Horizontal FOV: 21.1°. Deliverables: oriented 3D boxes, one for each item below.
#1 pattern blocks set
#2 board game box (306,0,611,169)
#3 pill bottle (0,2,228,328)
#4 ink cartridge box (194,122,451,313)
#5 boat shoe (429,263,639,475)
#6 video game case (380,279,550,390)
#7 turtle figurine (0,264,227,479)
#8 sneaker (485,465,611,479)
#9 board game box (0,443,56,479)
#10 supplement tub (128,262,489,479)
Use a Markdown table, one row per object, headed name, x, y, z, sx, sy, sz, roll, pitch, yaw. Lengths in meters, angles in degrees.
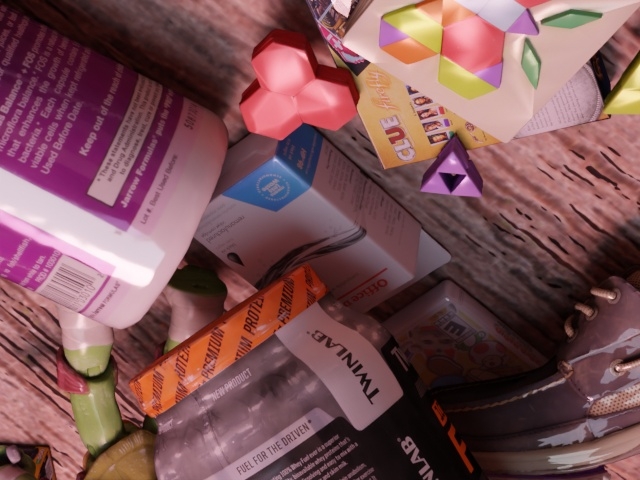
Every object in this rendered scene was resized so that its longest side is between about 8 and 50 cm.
| name | x | y | z | sx | sy | sz | roll | pitch | yaw |
| --- | --- | --- | --- | --- | --- | --- | --- | --- | --- |
| pattern blocks set | 0.107 | -0.152 | 1.067 | 0.285 | 0.026 | 0.325 | 18 | 131 | -6 |
| board game box | 0.076 | -0.166 | 1.108 | 0.165 | 0.042 | 0.243 | -12 | 127 | 19 |
| pill bottle | -0.229 | -0.074 | 1.160 | 0.301 | 0.169 | 0.169 | 27 | 130 | -13 |
| ink cartridge box | 0.000 | 0.000 | 1.252 | 0.104 | 0.060 | 0.180 | -34 | 118 | 33 |
| boat shoe | 0.238 | 0.080 | 1.248 | 0.355 | 0.132 | 0.130 | -12 | 96 | 12 |
| video game case | 0.094 | 0.149 | 1.387 | 0.206 | 0.026 | 0.227 | 38 | 126 | -22 |
| turtle figurine | -0.159 | 0.143 | 1.353 | 0.198 | 0.275 | 0.266 | 10 | 108 | 12 |
| sneaker | 0.146 | 0.174 | 1.343 | 0.170 | 0.071 | 0.068 | 5 | 153 | -14 |
| board game box | -0.302 | 0.253 | 1.533 | 0.141 | 0.048 | 0.170 | 2 | 130 | 7 |
| supplement tub | 0.016 | 0.186 | 1.188 | 0.193 | 0.193 | 0.316 | -32 | 93 | 32 |
